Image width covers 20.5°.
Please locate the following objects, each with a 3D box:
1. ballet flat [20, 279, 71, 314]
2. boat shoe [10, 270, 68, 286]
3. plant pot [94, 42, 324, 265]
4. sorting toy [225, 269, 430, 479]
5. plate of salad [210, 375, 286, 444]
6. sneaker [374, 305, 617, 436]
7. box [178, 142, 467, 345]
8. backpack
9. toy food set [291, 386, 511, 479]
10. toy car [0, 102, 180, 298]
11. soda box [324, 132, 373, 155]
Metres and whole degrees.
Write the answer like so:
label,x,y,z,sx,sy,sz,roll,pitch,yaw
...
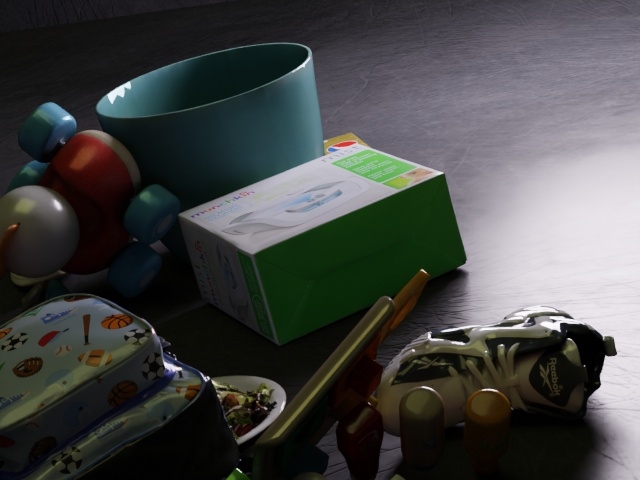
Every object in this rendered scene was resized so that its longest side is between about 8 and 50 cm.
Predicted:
label,x,y,z,sx,sy,sz,roll,pitch,yaw
ballet flat,-0.345,0.112,2.176,0.068,0.072,0.213,-40,15,10
boat shoe,-0.398,-0.013,2.504,0.103,0.092,0.285,-15,19,-2
plant pot,-0.126,-0.103,2.337,0.293,0.235,0.293,-13,18,4
sorting toy,0.007,0.156,1.571,0.348,0.047,0.196,-48,-12,-25
plate of salad,-0.134,0.177,1.829,0.200,0.048,0.200,-13,18,4
sneaker,0.176,0.128,1.662,0.235,0.094,0.153,-13,7,-27
box,0.000,0.000,2.124,0.262,0.127,0.231,-23,22,-20
backpack,-0.238,0.177,1.645,0.276,0.213,0.263,-27,20,-25
toy food set,0.058,0.215,1.529,0.111,0.104,0.232,35,63,26
toy car,-0.340,-0.010,2.197,0.219,0.210,0.238,38,48,14
soda box,0.046,-0.099,2.472,0.061,0.058,0.181,-18,19,-10
